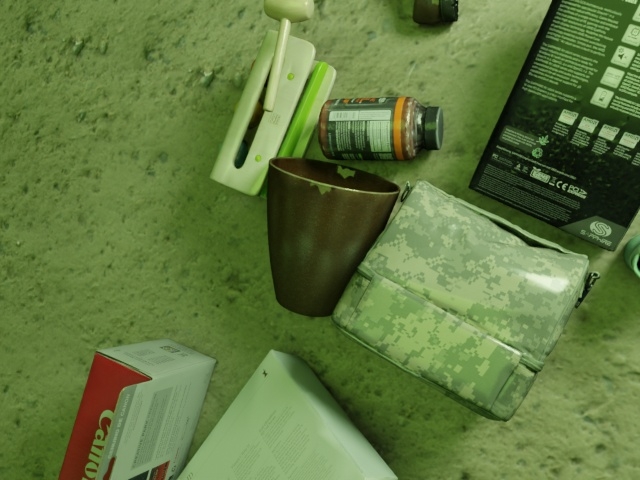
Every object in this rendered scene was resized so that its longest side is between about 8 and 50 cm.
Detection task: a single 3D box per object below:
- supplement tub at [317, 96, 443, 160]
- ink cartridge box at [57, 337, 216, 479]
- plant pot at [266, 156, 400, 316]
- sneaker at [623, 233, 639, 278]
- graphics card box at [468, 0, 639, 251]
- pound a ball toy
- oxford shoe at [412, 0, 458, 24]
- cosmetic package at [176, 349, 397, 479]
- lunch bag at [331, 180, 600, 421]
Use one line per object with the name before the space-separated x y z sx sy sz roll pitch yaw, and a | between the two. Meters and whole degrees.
supplement tub | 0.102 -0.186 0.949 0.198 0.106 0.106 3 88 19
ink cartridge box | -0.340 0.346 0.981 0.130 0.272 0.309 18 92 20
plant pot | 0.000 0.000 0.937 0.215 0.215 0.230 18 108 19
sneaker | 0.536 0.005 0.736 0.256 0.151 0.094 -21 88 29
graphics card box | 0.394 -0.197 0.802 0.233 0.094 0.371 27 112 19
pound a ball toy | -0.097 -0.240 0.967 0.136 0.208 0.319 23 95 19
oxford shoe | 0.178 -0.478 0.954 0.096 0.083 0.227 -1 85 24
cosmetic package | -0.092 0.417 0.926 0.377 0.097 0.284 -54 48 8
lunch bag | 0.210 0.078 0.837 0.305 0.212 0.256 29 97 18
